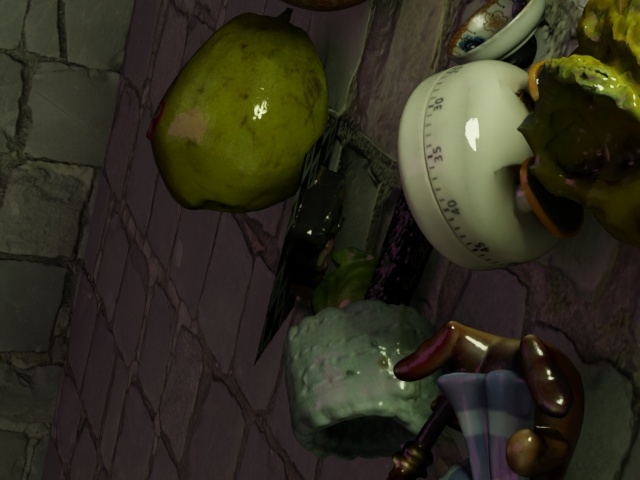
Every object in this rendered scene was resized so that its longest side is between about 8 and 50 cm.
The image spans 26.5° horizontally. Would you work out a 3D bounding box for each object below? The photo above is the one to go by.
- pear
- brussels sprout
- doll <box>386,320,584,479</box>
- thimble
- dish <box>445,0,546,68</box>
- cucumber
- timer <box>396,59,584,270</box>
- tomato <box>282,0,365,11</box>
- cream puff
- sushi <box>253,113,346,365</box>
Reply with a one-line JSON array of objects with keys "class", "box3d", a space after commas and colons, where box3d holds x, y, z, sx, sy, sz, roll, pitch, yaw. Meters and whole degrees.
[{"class": "pear", "box3d": [-0.118, -0.214, 2.217, 0.287, 0.287, 0.375, -2, 66, 67]}, {"class": "brussels sprout", "box3d": [0.049, 0.097, 1.945, 0.139, 0.100, 0.181, -46, 23, 32]}, {"class": "doll", "box3d": [0.160, 0.249, 1.427, 0.318, 0.209, 0.340, -145, 68, -81]}, {"class": "thimble", "box3d": [0.058, 0.187, 1.746, 0.250, 0.205, 0.172, 136, 136, -59]}, {"class": "dish", "box3d": [0.230, -0.242, 1.648, 0.141, 0.078, 0.141, -38, 19, 15]}, {"class": "cucumber", "box3d": [0.115, 0.006, 1.825, 0.072, 0.072, 0.300, -125, 49, -58]}, {"class": "timer", "box3d": [0.171, -0.077, 1.507, 0.240, 0.233, 0.233, -15, 68, 42]}, {"class": "tomato", "box3d": [0.022, -0.465, 2.003, 0.270, 0.222, 0.270, -48, 24, 31]}, {"class": "cream puff", "box3d": [0.298, -0.124, 1.296, 0.282, 0.185, 0.282, -35, 51, 57]}, {"class": "sushi", "box3d": [0.000, 0.000, 2.064, 0.320, 0.069, 0.339, -53, -22, -74]}]
